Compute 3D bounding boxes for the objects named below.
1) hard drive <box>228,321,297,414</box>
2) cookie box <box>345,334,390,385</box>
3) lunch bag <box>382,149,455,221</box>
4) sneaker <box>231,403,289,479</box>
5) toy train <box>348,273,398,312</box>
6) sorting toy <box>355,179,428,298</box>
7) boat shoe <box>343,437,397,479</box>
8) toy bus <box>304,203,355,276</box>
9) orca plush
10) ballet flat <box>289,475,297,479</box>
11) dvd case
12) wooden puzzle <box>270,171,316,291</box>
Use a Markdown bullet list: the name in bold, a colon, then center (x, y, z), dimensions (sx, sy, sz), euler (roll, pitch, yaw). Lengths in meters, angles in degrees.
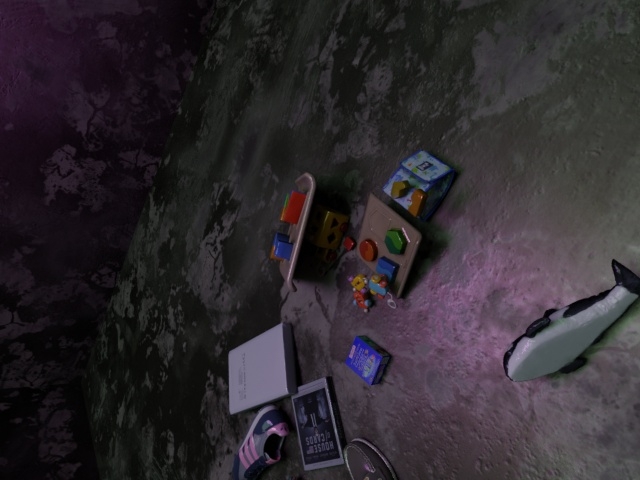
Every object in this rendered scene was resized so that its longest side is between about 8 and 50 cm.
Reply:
- **hard drive**: center (-0.214, 0.457, 1.475), dimensions (0.353, 0.047, 0.233), euler (-35, 51, 39)
- **cookie box**: center (0.129, 0.328, 1.155), dimensions (0.107, 0.040, 0.092), euler (31, 105, 45)
- **lunch bag**: center (0.257, -0.149, 1.085), dimensions (0.151, 0.096, 0.129), euler (-51, 46, 10)
- **sneaker**: center (-0.197, 0.708, 1.375), dimensions (0.131, 0.112, 0.319), euler (34, 108, 48)
- **toy train**: center (0.144, 0.139, 1.151), dimensions (0.166, 0.046, 0.125), euler (-11, 116, 53)
- **sorting toy**: center (0.174, -0.025, 1.095), dimensions (0.229, 0.041, 0.308), euler (51, 143, 41)
- **boat shoe**: center (0.142, 0.636, 1.039), dimensions (0.109, 0.091, 0.305), euler (-58, 47, 21)
- **toy bus**: center (0.001, -0.013, 1.316), dimensions (0.190, 0.104, 0.202), euler (-32, 60, 39)
- **orca plush**: center (0.457, 0.147, 0.801), dimensions (0.287, 0.151, 0.102), euler (-61, 14, 23)
- **ballet flat**: center (-0.099, 0.824, 1.293), dimensions (0.067, 0.073, 0.206), euler (27, 106, 18)
- **dvd case**: center (-0.008, 0.553, 1.266), dimensions (0.179, 0.029, 0.239), euler (-35, 58, 38)
- **wooden puzzle**: center (-0.098, -0.034, 1.337), dimensions (0.322, 0.080, 0.348), euler (-160, 80, -79)
